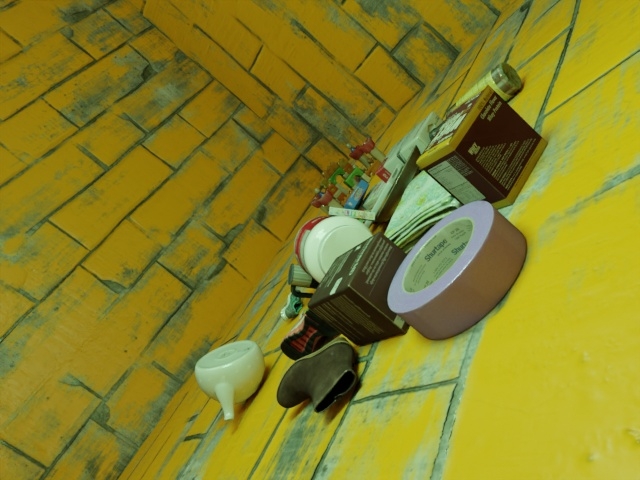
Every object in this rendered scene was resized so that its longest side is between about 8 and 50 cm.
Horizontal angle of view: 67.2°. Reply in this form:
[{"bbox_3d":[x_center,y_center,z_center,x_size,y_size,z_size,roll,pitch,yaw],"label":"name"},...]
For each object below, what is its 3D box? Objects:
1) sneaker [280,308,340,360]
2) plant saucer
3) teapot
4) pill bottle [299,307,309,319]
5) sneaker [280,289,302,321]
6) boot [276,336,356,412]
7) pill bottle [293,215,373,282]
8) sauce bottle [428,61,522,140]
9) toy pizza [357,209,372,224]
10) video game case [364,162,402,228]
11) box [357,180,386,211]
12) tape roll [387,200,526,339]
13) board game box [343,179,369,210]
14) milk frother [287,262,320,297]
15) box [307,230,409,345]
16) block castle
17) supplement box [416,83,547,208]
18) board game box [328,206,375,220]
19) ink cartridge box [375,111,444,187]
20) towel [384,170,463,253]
[{"bbox_3d":[-0.004,0.223,1.408,0.314,0.116,0.136,-44,10,34],"label":"sneaker"},{"bbox_3d":[0.275,-0.184,1.681,0.310,0.050,0.310,-61,-3,-5],"label":"plant saucer"},{"bbox_3d":[-0.293,0.468,1.645,0.256,0.187,0.252,-25,12,-38],"label":"teapot"},{"bbox_3d":[-0.024,0.245,1.568,0.065,0.065,0.116,-56,10,-31],"label":"pill bottle"},{"bbox_3d":[-0.097,0.256,1.933,0.076,0.065,0.166,-25,25,31],"label":"sneaker"},{"bbox_3d":[-0.018,0.334,1.108,0.248,0.090,0.207,-45,8,8],"label":"boot"},{"bbox_3d":[0.048,0.034,1.549,0.229,0.229,0.408,-51,10,-4],"label":"pill bottle"},{"bbox_3d":[0.506,-0.439,1.618,0.344,0.111,0.111,-41,13,49],"label":"sauce bottle"},{"bbox_3d":[0.132,-0.062,1.970,0.201,0.032,0.201,-33,23,16],"label":"toy pizza"},{"bbox_3d":[0.233,-0.161,1.815,0.227,0.026,0.206,-63,-5,34],"label":"video game case"},{"bbox_3d":[0.249,-0.203,2.120,0.145,0.038,0.186,-55,12,-24],"label":"box"},{"bbox_3d":[0.255,0.055,0.931,0.275,0.090,0.275,-49,10,12],"label":"tape roll"},{"bbox_3d":[0.146,-0.154,2.192,0.160,0.047,0.210,-56,-7,-30],"label":"board game box"},{"bbox_3d":[-0.045,0.154,1.799,0.143,0.135,0.129,150,127,-72],"label":"milk frother"},{"bbox_3d":[0.110,0.118,1.118,0.168,0.167,0.203,-56,11,-33],"label":"box"},{"bbox_3d":[0.137,-0.357,2.704,0.453,0.213,0.303,-52,9,-7],"label":"block castle"},{"bbox_3d":[0.361,-0.198,1.084,0.191,0.194,0.129,-54,10,-19],"label":"supplement box"},{"bbox_3d":[0.109,-0.090,1.647,0.103,0.154,0.026,-13,-70,-86],"label":"board game box"},{"bbox_3d":[0.366,-0.350,1.899,0.273,0.114,0.197,-39,13,53],"label":"ink cartridge box"},{"bbox_3d":[0.326,-0.139,1.351,0.320,0.090,0.374,-39,15,48],"label":"towel"}]
